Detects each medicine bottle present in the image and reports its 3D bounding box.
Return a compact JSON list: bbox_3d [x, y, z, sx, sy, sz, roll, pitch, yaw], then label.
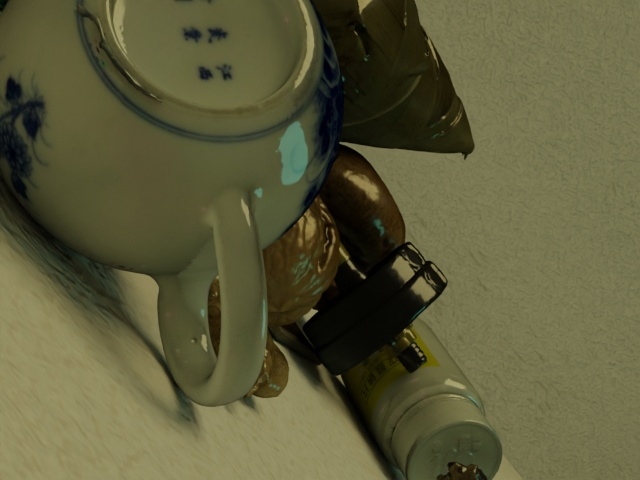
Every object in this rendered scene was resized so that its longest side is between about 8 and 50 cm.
[{"bbox_3d":[0.124,0.208,1.503,0.143,0.143,0.258,49,4,-31],"label":"medicine bottle"}]

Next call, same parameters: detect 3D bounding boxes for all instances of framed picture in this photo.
[{"bbox_3d":[-0.091,0.041,1.486,0.250,0.016,0.184,53,3,23],"label":"framed picture"}]

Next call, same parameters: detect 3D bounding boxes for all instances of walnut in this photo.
[{"bbox_3d":[-0.056,0.009,1.260,0.155,0.155,0.184,48,15,-41],"label":"walnut"}]

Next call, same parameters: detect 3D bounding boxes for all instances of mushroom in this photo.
[{"bbox_3d":[0.012,-0.008,1.646,0.195,0.263,0.283,-23,81,-42],"label":"mushroom"}]

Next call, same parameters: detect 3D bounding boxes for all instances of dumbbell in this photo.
[{"bbox_3d":[0.000,0.000,1.440,0.388,0.185,0.185,52,4,0],"label":"dumbbell"}]

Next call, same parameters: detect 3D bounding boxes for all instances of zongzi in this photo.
[{"bbox_3d":[-0.073,-0.194,1.643,0.467,0.500,0.218,55,36,-53],"label":"zongzi"}]

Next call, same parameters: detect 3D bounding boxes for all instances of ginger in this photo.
[{"bbox_3d":[-0.089,0.055,1.021,0.214,0.059,0.133,55,0,25],"label":"ginger"}]

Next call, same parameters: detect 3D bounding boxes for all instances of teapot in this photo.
[{"bbox_3d":[-0.119,-0.085,0.865,0.280,0.252,0.423,-47,-124,57],"label":"teapot"}]

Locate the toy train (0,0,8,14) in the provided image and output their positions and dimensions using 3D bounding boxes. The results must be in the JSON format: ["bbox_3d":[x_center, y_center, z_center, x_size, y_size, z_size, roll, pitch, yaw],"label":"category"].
[{"bbox_3d":[-0.271,-0.245,1.309,0.154,0.115,0.269,53,4,-20],"label":"toy train"}]

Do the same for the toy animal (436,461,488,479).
[{"bbox_3d":[0.159,0.330,1.364,0.069,0.086,0.219,57,-12,35],"label":"toy animal"}]
